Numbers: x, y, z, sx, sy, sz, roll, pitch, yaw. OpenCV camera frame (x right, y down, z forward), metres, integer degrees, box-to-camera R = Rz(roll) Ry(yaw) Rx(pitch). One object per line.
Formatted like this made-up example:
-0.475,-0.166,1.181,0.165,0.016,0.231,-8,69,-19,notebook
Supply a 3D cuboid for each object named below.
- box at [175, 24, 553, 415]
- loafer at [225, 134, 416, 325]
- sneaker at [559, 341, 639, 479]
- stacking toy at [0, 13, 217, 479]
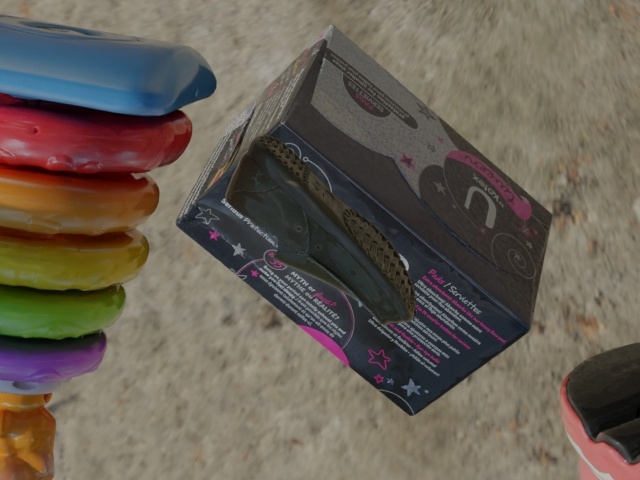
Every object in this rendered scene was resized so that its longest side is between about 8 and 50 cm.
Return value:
0.043,-0.018,1.166,0.247,0.163,0.142,40,126,-14,box
0.000,0.000,0.922,0.050,0.056,0.148,-41,95,20,loafer
0.211,0.165,0.623,0.116,0.314,0.136,-16,122,-16,sneaker
-0.169,0.026,0.869,0.166,0.175,0.301,10,101,5,stacking toy
